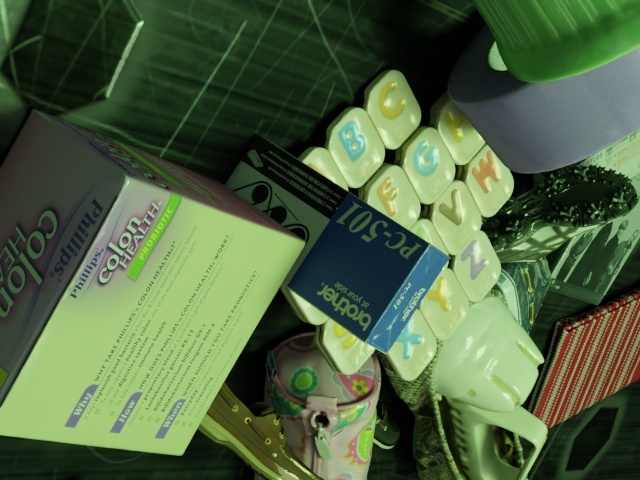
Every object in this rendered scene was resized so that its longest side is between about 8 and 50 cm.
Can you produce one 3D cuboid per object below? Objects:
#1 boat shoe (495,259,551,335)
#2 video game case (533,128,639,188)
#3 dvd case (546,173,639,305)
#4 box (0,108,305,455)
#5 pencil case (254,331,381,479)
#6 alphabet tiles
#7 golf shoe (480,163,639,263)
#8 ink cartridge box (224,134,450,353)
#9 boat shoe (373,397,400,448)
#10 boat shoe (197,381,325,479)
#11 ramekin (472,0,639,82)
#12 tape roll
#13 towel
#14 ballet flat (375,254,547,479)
[{"bbox_3d":[0.236,0.083,1.781,0.083,0.065,0.183,-37,142,-24],"label":"boat shoe"},{"bbox_3d":[0.336,-0.149,1.696,0.232,0.042,0.210,-31,139,-20],"label":"video game case"},{"bbox_3d":[0.366,-0.035,1.880,0.179,0.029,0.239,17,104,-56],"label":"dvd case"},{"bbox_3d":[-0.164,0.042,1.177,0.243,0.117,0.213,19,103,-58],"label":"box"},{"bbox_3d":[-0.006,0.224,1.535,0.124,0.124,0.284,-29,141,-35],"label":"pencil case"},{"bbox_3d":[0.080,-0.010,1.435,0.284,0.021,0.278,-47,126,-24],"label":"alphabet tiles"},{"bbox_3d":[0.253,-0.024,1.662,0.198,0.077,0.094,-14,153,1],"label":"golf shoe"},{"bbox_3d":[0.000,0.000,1.267,0.097,0.207,0.046,-56,147,1],"label":"ink cartridge box"},{"bbox_3d":[0.057,0.197,1.665,0.042,0.049,0.133,-49,143,5],"label":"boat shoe"},{"bbox_3d":[-0.060,0.183,1.417,0.178,0.064,0.060,39,81,-16],"label":"boat shoe"},{"bbox_3d":[0.239,-0.286,1.248,0.303,0.303,0.148,-46,109,-15],"label":"ramekin"},{"bbox_3d":[0.252,-0.185,1.374,0.275,0.275,0.090,-46,108,-16],"label":"tape roll"},{"bbox_3d":[0.387,0.156,2.077,0.275,0.031,0.199,-19,135,-41],"label":"towel"},{"bbox_3d":[0.172,0.163,1.661,0.164,0.182,0.483,-44,146,-20],"label":"ballet flat"}]
